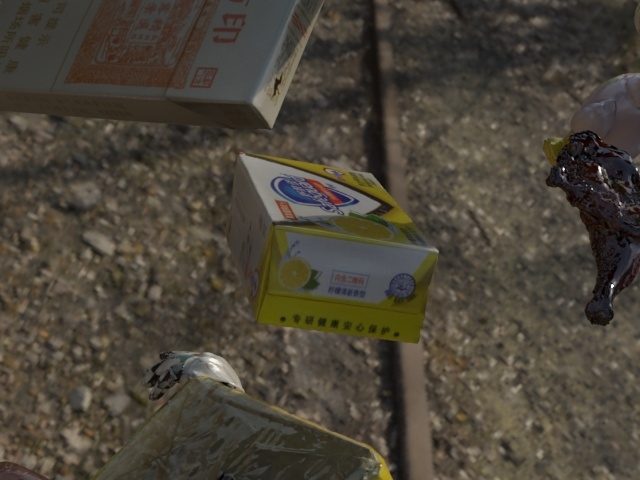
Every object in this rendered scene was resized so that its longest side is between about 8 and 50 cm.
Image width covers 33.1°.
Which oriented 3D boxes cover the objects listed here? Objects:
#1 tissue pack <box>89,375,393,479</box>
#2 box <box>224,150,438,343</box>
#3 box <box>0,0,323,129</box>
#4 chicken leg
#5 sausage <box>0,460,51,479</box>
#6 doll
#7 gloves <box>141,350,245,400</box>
[{"bbox_3d":[-0.036,0.369,1.159,0.293,0.382,0.228,16,49,42],"label":"tissue pack"},{"bbox_3d":[0.000,0.000,1.094,0.168,0.097,0.265,9,17,-14],"label":"box"},{"bbox_3d":[-0.173,-0.212,1.049,0.051,0.365,0.205,51,53,-52],"label":"box"},{"bbox_3d":[0.249,-0.015,0.942,0.093,0.053,0.205,4,49,-19],"label":"chicken leg"},{"bbox_3d":[-0.265,0.260,1.015,0.169,0.065,0.065,25,30,17],"label":"sausage"},{"bbox_3d":[0.375,-0.193,1.193,0.160,0.365,0.094,-20,65,-23],"label":"doll"},{"bbox_3d":[-0.168,0.204,1.513,0.127,0.111,0.212,21,18,-42],"label":"gloves"}]
